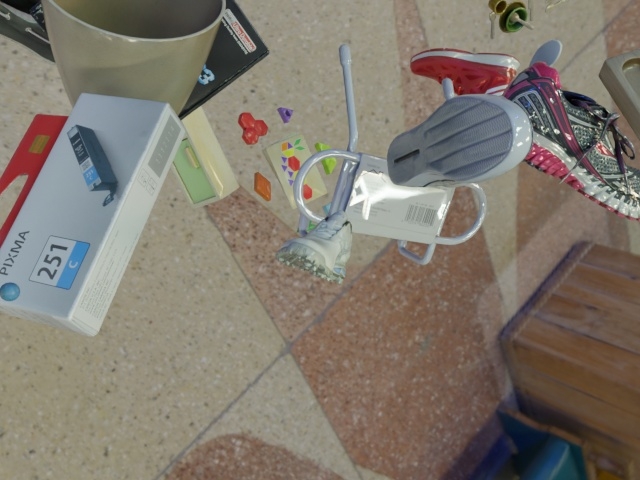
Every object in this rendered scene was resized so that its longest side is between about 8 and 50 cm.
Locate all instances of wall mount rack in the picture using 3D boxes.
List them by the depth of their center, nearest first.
[{"bbox_3d":[0.108,-0.124,1.055,0.350,0.130,0.304,9,104,-29],"label":"wall mount rack"}]

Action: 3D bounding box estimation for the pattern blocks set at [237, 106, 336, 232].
[{"bbox_3d":[-0.066,-0.181,1.715,0.285,0.026,0.325,-18,90,-42],"label":"pattern blocks set"}]

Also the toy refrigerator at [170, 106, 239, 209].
[{"bbox_3d":[-0.307,-0.217,1.584,0.094,0.102,0.270,-44,114,-53],"label":"toy refrigerator"}]

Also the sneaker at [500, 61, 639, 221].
[{"bbox_3d":[0.355,-0.119,0.880,0.299,0.121,0.112,24,111,-25],"label":"sneaker"}]

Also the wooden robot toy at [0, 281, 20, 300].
[{"bbox_3d":[-0.265,0.028,0.441,0.076,0.173,0.079,26,95,-46],"label":"wooden robot toy"}]

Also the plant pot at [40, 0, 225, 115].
[{"bbox_3d":[-0.297,-0.270,1.038,0.256,0.256,0.274,-23,151,-35],"label":"plant pot"}]

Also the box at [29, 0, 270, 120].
[{"bbox_3d":[-0.290,-0.369,1.186,0.293,0.073,0.295,-34,116,5],"label":"box"}]

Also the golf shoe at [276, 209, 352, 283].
[{"bbox_3d":[0.000,0.000,0.785,0.176,0.069,0.086,27,85,-79],"label":"golf shoe"}]

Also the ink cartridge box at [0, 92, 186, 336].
[{"bbox_3d":[-0.341,-0.050,0.850,0.066,0.261,0.296,61,43,-59],"label":"ink cartridge box"}]

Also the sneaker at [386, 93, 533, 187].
[{"bbox_3d":[0.165,-0.108,0.753,0.091,0.258,0.094,-6,94,-19],"label":"sneaker"}]

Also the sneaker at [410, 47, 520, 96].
[{"bbox_3d":[0.270,-0.302,1.326,0.087,0.221,0.128,14,87,-58],"label":"sneaker"}]

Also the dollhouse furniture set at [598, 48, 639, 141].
[{"bbox_3d":[0.367,-0.184,0.630,0.151,0.144,0.123,-18,154,-3],"label":"dollhouse furniture set"}]

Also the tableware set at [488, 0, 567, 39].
[{"bbox_3d":[0.310,-0.358,0.971,0.154,0.024,0.104,-27,137,-9],"label":"tableware set"}]

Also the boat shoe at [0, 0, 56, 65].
[{"bbox_3d":[-0.550,-0.429,1.317,0.335,0.095,0.112,14,55,-42],"label":"boat shoe"}]

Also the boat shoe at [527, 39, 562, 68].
[{"bbox_3d":[0.359,-0.281,1.092,0.035,0.035,0.100,-24,148,-47],"label":"boat shoe"}]
